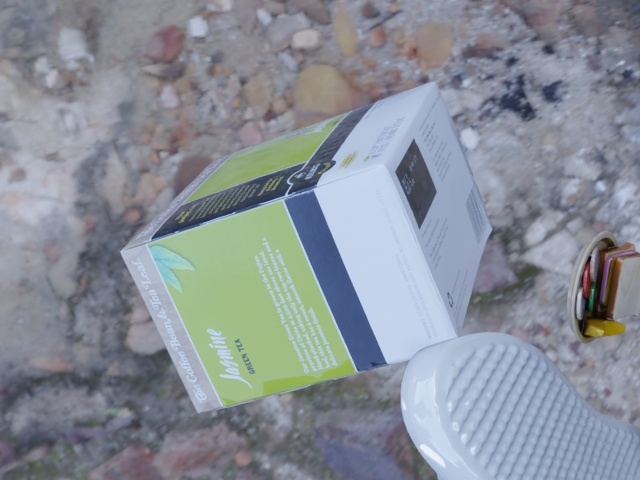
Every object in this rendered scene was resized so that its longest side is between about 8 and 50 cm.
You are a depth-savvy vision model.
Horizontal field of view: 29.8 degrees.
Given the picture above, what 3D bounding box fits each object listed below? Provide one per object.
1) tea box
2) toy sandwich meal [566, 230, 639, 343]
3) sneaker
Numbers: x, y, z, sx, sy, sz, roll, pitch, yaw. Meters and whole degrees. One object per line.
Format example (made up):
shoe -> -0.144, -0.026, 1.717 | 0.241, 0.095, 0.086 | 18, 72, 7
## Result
tea box -> 0.000, 0.000, 1.405 | 0.324, 0.329, 0.220 | -16, 107, 21
toy sandwich meal -> 0.193, 0.033, 0.803 | 0.029, 0.086, 0.085 | 12, 110, 33
sneaker -> 0.137, 0.177, 0.925 | 0.150, 0.366, 0.135 | -14, 57, 32
